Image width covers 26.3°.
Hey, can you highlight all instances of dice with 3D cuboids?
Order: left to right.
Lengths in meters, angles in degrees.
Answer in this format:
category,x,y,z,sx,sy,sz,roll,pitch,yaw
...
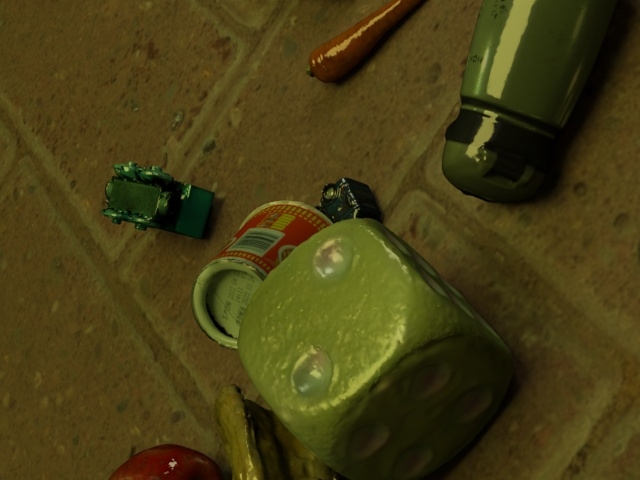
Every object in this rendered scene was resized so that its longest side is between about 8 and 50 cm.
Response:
category,x,y,z,sx,sy,sz,roll,pitch,yaw
dice,0.065,0.140,1.718,0.250,0.252,0.254,-45,50,6

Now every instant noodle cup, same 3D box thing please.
category,x,y,z,sx,sy,sz,roll,pitch,yaw
instant noodle cup,-0.076,0.060,1.903,0.193,0.212,0.193,6,108,19

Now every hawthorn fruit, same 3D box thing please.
category,x,y,z,sx,sy,sz,roll,pitch,yaw
hawthorn fruit,-0.223,0.386,2.016,0.189,0.189,0.189,-22,58,40

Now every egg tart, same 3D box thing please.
category,x,y,z,sx,sy,sz,roll,pitch,yaw
egg tart,-0.045,0.352,1.800,0.345,0.132,0.345,168,90,-81

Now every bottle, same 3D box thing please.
category,x,y,z,sx,sy,sz,roll,pitch,yaw
bottle,0.263,-0.217,1.770,0.168,0.168,0.347,23,95,49

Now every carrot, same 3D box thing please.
category,x,y,z,sx,sy,sz,roll,pitch,yaw
carrot,0.078,-0.318,2.099,0.256,0.061,0.061,-32,51,26

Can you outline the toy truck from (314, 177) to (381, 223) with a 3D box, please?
category,x,y,z,sx,sy,sz,roll,pitch,yaw
toy truck,0.000,0.000,2.018,0.202,0.074,0.088,-45,50,24

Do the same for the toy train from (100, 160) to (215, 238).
category,x,y,z,sx,sy,sz,roll,pitch,yaw
toy train,-0.271,-0.064,2.278,0.198,0.154,0.107,12,86,50
